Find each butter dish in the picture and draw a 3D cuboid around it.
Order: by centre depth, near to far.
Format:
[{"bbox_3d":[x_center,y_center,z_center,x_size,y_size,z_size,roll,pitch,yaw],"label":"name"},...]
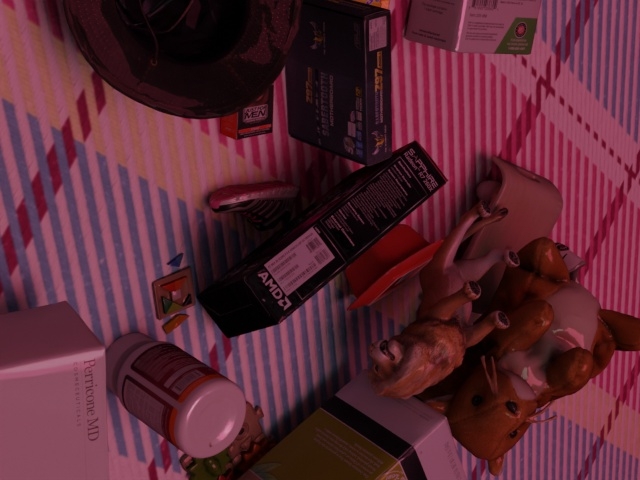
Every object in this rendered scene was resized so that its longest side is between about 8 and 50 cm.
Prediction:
[{"bbox_3d":[0.105,0.026,1.990,0.160,0.118,0.160,-26,165,-41],"label":"butter dish"}]

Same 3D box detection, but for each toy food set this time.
[{"bbox_3d":[0.329,0.000,2.224,0.220,0.092,0.306,16,104,-49],"label":"toy food set"}]

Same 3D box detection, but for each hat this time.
[{"bbox_3d":[-0.196,-0.316,1.519,0.331,0.134,0.331,-4,98,-29],"label":"hat"}]

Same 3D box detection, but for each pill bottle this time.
[{"bbox_3d":[-0.219,0.219,1.676,0.121,0.221,0.121,-20,121,-37],"label":"pill bottle"}]

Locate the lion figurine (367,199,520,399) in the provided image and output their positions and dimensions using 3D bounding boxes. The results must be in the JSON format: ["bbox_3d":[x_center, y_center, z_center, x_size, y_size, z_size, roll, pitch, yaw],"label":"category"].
[{"bbox_3d":[0.217,0.105,2.011,0.142,0.240,0.392,43,38,-11],"label":"lion figurine"}]

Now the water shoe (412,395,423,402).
[{"bbox_3d":[0.184,0.360,2.246,0.203,0.073,0.080,-49,140,-14],"label":"water shoe"}]

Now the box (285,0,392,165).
[{"bbox_3d":[0.025,-0.247,1.729,0.059,0.183,0.232,-22,124,-35],"label":"box"}]

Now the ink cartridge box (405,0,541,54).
[{"bbox_3d":[0.275,-0.464,1.917,0.211,0.121,0.289,-6,112,-43],"label":"ink cartridge box"}]

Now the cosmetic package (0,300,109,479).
[{"bbox_3d":[-0.469,0.230,1.439,0.385,0.156,0.217,-12,116,-26],"label":"cosmetic package"}]

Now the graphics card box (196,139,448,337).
[{"bbox_3d":[0.000,0.000,1.783,0.371,0.233,0.094,-40,98,-24],"label":"graphics card box"}]

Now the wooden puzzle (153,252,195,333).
[{"bbox_3d":[-0.222,0.083,1.764,0.078,0.014,0.116,-32,128,-30],"label":"wooden puzzle"}]

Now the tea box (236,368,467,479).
[{"bbox_3d":[0.078,0.469,2.008,0.323,0.220,0.329,-39,129,-21],"label":"tea box"}]

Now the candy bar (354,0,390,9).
[{"bbox_3d":[0.054,-0.390,1.813,0.161,0.018,0.040,3,106,-46],"label":"candy bar"}]

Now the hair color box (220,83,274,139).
[{"bbox_3d":[-0.109,-0.226,1.711,0.072,0.043,0.141,-17,119,-38],"label":"hair color box"}]

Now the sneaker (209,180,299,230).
[{"bbox_3d":[-0.101,-0.048,1.785,0.170,0.063,0.074,-11,109,-46],"label":"sneaker"}]

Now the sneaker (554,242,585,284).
[{"bbox_3d":[0.481,0.164,2.395,0.122,0.146,0.330,-23,124,-38],"label":"sneaker"}]

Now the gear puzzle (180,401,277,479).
[{"bbox_3d":[-0.143,0.372,1.950,0.175,0.044,0.339,-39,131,-25],"label":"gear puzzle"}]

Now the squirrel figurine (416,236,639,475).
[{"bbox_3d":[0.335,0.243,2.078,0.281,0.397,0.370,43,62,-9],"label":"squirrel figurine"}]
